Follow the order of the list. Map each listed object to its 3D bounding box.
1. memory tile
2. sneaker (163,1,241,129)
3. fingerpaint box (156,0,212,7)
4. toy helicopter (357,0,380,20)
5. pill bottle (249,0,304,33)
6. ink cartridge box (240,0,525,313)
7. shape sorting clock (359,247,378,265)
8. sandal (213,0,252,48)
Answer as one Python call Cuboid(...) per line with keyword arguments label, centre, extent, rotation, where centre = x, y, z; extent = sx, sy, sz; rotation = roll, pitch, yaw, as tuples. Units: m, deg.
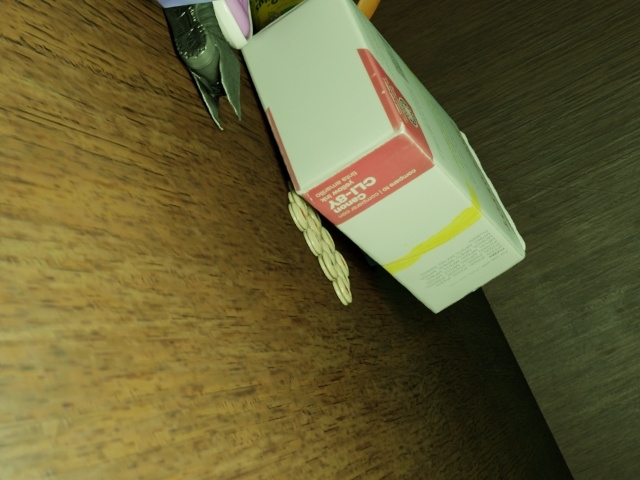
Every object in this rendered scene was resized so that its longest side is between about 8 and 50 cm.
Cuboid(label="memory tile", centre=(0.000, 0.000, 1.708), extent=(0.148, 0.012, 0.113), rotation=(59, 10, -21))
Cuboid(label="sneaker", centre=(-0.123, -0.208, 1.511), extent=(0.089, 0.051, 0.170), rotation=(53, 19, -48))
Cuboid(label="fingerpaint box", centre=(-0.160, -0.479, 1.267), extent=(0.445, 0.163, 0.371), rotation=(41, 47, -62))
Cuboid(label="toy helicopter", centre=(0.013, -0.334, 2.215), extent=(0.235, 0.140, 0.355), rotation=(39, -26, 41))
Cuboid(label="pill bottle", centre=(-0.031, -0.300, 2.014), extent=(0.117, 0.117, 0.208), rotation=(52, 16, -50))
Cuboid(label="ink cartridge box", centre=(0.089, -0.111, 1.867), extent=(0.384, 0.160, 0.279), rotation=(40, 22, -49))
Cuboid(label="shape sorting clock", centre=(0.052, -0.054, 2.039), extent=(0.206, 0.040, 0.206), rotation=(60, 10, -18))
Cuboid(label="sandal", centre=(-0.111, -0.385, 1.863), extent=(0.169, 0.102, 0.416), rotation=(58, 11, -26))
